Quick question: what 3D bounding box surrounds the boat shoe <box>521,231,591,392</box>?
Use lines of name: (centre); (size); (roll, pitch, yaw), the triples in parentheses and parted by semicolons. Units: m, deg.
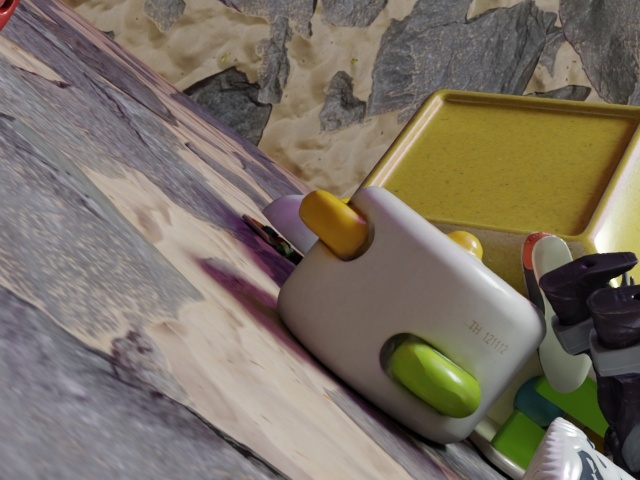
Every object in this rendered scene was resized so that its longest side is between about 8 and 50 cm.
boat shoe: (0.195, 0.059, 1.077); (0.043, 0.049, 0.137); (-157, -126, -75)

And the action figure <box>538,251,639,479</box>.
action figure: (0.249, 0.157, 1.002); (0.185, 0.099, 0.285); (-104, 180, -66)

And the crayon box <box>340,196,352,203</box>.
crayon box: (0.138, 0.021, 1.708); (0.203, 0.083, 0.323); (-14, 42, -39)

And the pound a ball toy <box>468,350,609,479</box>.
pound a ball toy: (0.316, 0.186, 1.196); (0.319, 0.208, 0.136); (36, 5, -17)

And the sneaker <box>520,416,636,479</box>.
sneaker: (0.196, 0.197, 0.836); (0.153, 0.094, 0.235); (30, -8, 15)

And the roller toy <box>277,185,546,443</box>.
roller toy: (0.075, 0.052, 1.027); (0.209, 0.146, 0.191); (39, 4, 23)

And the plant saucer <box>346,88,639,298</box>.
plant saucer: (0.180, -0.048, 1.242); (0.333, 0.333, 0.081); (8, -50, 26)

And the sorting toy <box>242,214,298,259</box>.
sorting toy: (-0.049, 0.000, 1.455); (0.062, 0.012, 0.083); (34, 5, -47)

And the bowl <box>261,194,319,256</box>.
bowl: (0.000, 0.000, 1.500); (0.142, 0.053, 0.142); (43, 2, -13)

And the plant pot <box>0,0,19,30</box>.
plant pot: (-0.338, -0.298, 1.170); (0.191, 0.174, 0.191); (37, 6, -5)
